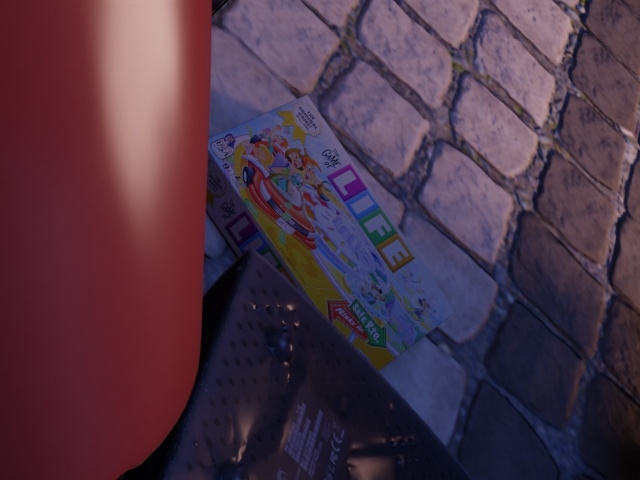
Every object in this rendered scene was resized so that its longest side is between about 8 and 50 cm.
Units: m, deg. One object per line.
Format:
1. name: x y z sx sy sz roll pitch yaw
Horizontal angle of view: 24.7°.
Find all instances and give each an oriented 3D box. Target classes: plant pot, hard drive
1. plant pot: -0.153 -0.043 0.470 0.275 0.275 0.243 -55 144 -50
2. hard drive: 0.014 0.144 0.659 0.254 0.054 0.172 49 34 -23

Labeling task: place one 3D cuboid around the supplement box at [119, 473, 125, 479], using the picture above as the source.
1. supplement box: -0.095 0.068 0.657 0.098 0.036 0.062 30 43 -26

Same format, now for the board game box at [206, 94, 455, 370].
1. board game box: 0.000 0.000 0.812 0.154 0.026 0.103 55 38 3

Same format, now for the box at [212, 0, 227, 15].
1. box: -0.088 -0.253 0.891 0.183 0.056 0.231 43 40 -11
